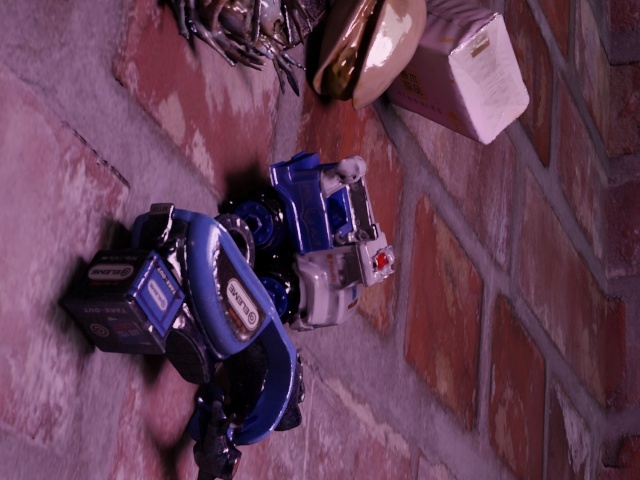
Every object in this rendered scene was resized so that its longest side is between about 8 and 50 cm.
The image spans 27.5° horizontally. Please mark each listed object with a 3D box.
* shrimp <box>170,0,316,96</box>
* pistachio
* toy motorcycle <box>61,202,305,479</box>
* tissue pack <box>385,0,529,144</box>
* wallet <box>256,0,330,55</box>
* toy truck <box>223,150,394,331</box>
[{"bbox_3d":[-0.111,-0.278,1.479,0.172,0.137,0.372,-43,124,-16],"label":"shrimp"},{"bbox_3d":[0.070,-0.285,1.836,0.215,0.144,0.144,-60,145,-12],"label":"pistachio"},{"bbox_3d":[-0.119,0.119,1.370,0.358,0.125,0.212,61,41,-38],"label":"toy motorcycle"},{"bbox_3d":[0.183,-0.270,1.973,0.124,0.225,0.185,-39,131,-17],"label":"tissue pack"},{"bbox_3d":[-0.047,-0.374,1.701,0.262,0.071,0.220,-56,134,-65],"label":"wallet"},{"bbox_3d":[0.000,0.000,1.579,0.161,0.177,0.213,-34,114,-64],"label":"toy truck"}]
